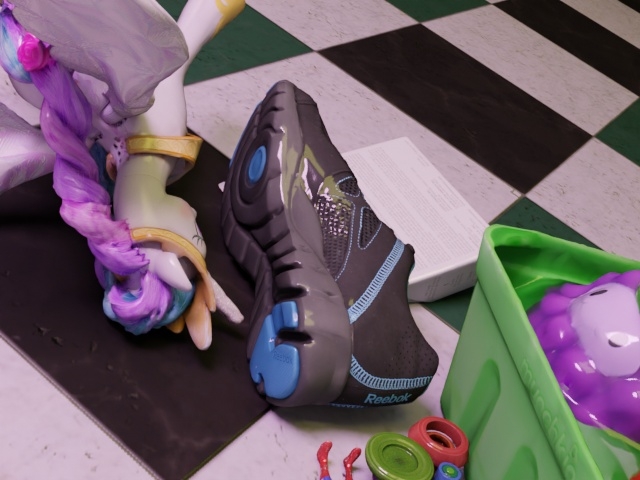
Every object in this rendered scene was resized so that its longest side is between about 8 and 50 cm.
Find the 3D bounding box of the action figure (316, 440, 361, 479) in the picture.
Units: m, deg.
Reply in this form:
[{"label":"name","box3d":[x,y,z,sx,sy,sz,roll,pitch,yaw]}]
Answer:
[{"label":"action figure","box3d":[0.017,0.186,0.584,0.038,0.030,0.115,21,35,-20]}]

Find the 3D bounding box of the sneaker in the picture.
[{"label":"sneaker","box3d":[0.000,0.000,0.755,0.139,0.125,0.341,12,46,-26]}]

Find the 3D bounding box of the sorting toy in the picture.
[{"label":"sorting toy","box3d":[0.071,0.168,0.637,0.102,0.042,0.061,-11,41,-44]}]

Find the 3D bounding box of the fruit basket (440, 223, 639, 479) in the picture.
[{"label":"fruit basket","box3d":[0.280,0.111,0.569,0.282,0.392,0.392,13,35,-21]}]

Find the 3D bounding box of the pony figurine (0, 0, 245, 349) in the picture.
[{"label":"pony figurine","box3d":[-0.184,-0.124,0.652,0.351,0.302,0.364,34,40,-43]}]

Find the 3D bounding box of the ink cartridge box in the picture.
[{"label":"ink cartridge box","box3d":[0.040,-0.009,0.871,0.232,0.066,0.189,-20,52,-23]}]
